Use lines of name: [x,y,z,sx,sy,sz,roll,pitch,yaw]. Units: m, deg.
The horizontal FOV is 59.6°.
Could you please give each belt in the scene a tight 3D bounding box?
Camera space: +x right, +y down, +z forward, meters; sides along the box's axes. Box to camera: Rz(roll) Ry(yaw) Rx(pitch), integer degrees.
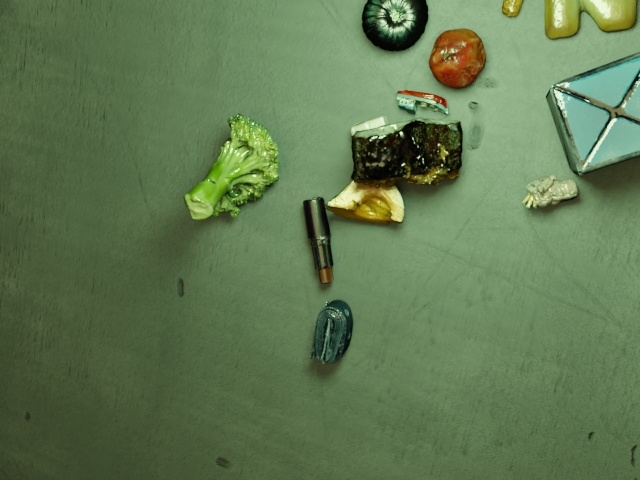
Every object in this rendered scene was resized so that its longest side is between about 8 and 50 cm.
belt: [0.039,0.321,1.923,0.122,0.128,0.218,13,105,17]

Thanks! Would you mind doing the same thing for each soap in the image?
soap: [0.174,-0.298,1.801,0.122,0.064,0.183,-14,95,21]

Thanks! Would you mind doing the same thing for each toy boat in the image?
toy boat: [0.313,-0.421,1.723,0.173,0.069,0.058,15,90,17]

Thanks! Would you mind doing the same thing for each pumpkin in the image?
pumpkin: [0.224,-0.670,1.676,0.202,0.140,0.201,1,107,4]
pumpkin: [0.150,-0.139,1.821,0.254,0.130,0.149,11,86,4]

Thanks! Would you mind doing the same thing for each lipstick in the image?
lipstick: [0.000,0.000,1.908,0.081,0.081,0.299,-9,95,21]

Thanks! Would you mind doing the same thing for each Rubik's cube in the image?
Rubik's cube: [0.766,-0.327,1.475,0.259,0.255,0.260,-20,92,22]

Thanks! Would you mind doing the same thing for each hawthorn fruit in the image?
hawthorn fruit: [0.399,-0.533,1.620,0.174,0.179,0.173,-3,74,11]

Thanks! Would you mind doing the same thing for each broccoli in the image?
broccoli: [-0.285,-0.236,1.809,0.275,0.397,0.352,9,95,17]

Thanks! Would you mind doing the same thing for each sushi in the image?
sushi: [0.261,-0.254,1.647,0.349,0.234,0.207,-8,103,-9]

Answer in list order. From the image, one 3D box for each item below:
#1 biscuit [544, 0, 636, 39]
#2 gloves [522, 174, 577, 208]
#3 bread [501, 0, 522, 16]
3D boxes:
biscuit: [0.734,-0.711,1.525,0.237,0.062,0.290,1,101,19]
gloves: [0.670,-0.144,1.630,0.144,0.110,0.094,-5,90,-8]
bread: [0.562,-0.720,1.594,0.052,0.044,0.157,20,105,21]
